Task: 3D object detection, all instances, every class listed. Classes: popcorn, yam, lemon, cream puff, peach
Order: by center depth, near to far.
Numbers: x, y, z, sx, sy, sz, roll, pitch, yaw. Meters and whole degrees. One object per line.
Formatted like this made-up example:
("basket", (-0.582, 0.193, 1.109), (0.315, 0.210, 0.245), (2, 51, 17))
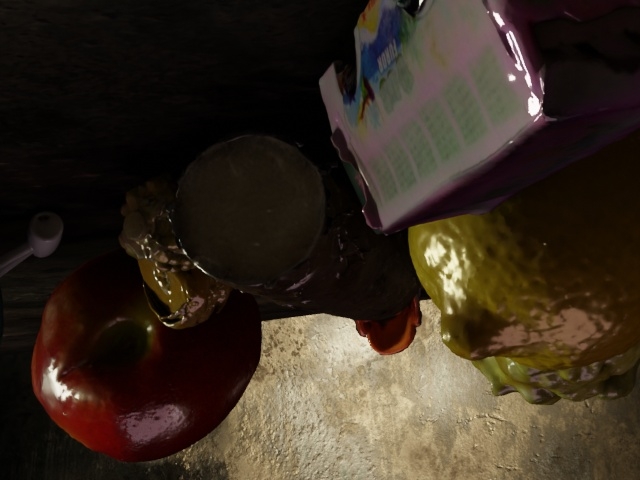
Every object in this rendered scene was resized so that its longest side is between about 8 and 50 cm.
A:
("lemon", (0.155, -0.016, 0.648), (0.187, 0.244, 0.187), (29, 153, 16))
("yam", (-0.001, 0.001, 0.816), (0.131, 0.131, 0.279), (-9, 165, 21))
("popcorn", (0.197, 0.030, 0.858), (0.195, 0.255, 0.256), (-22, 180, 16))
("cream puff", (-0.144, 0.027, 1.077), (0.104, 0.119, 0.133), (-22, -151, -30))
("peach", (-0.212, 0.135, 1.272), (0.281, 0.281, 0.338), (-7, 173, 1))

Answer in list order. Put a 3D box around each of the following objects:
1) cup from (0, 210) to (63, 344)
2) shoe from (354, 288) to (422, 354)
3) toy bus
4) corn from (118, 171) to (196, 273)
("cup", (-0.368, 0.052, 0.900), (0.299, 0.167, 0.173), (-32, 174, -25))
("shoe", (0.103, 0.081, 1.456), (0.132, 0.171, 0.336), (-8, 172, 9))
("toy bus", (0.066, -0.077, 0.457), (0.090, 0.112, 0.274), (-12, 174, -11))
("corn", (-0.079, -0.014, 0.899), (0.086, 0.086, 0.288), (-10, 174, 29))
